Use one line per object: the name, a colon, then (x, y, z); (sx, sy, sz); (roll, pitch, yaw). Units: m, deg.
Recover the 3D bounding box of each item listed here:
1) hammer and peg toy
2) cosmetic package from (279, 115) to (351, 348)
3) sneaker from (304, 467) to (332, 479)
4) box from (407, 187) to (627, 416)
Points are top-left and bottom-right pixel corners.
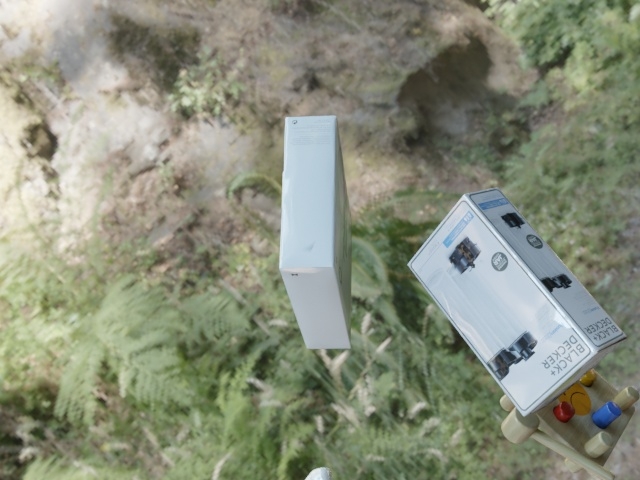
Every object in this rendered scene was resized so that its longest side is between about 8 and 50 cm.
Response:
hammer and peg toy: (0.514, 0.370, 1.799); (0.361, 0.266, 0.127); (-35, -16, -47)
cosmetic package: (0.000, 0.000, 1.523); (0.377, 0.097, 0.284); (77, -165, -63)
sneaker: (-0.042, 0.447, 1.345); (0.090, 0.094, 0.235); (-86, 13, -60)
box: (0.276, 0.085, 1.234); (0.087, 0.290, 0.169); (-12, -31, -44)
